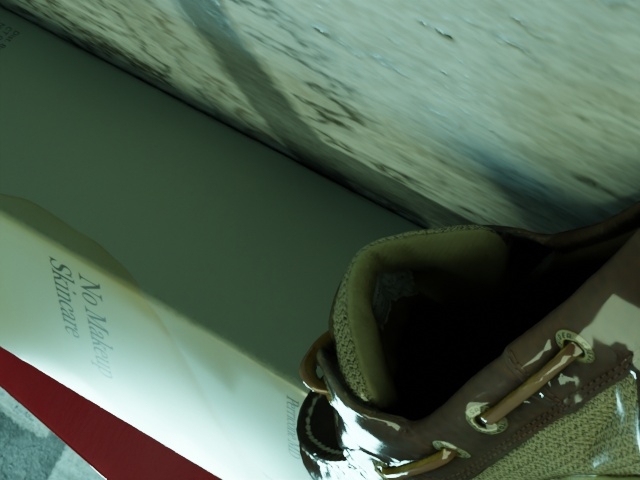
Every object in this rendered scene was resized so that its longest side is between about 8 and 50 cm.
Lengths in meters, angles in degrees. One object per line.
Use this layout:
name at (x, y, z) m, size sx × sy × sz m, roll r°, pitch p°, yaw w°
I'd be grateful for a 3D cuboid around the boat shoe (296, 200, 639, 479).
boat shoe at (0.060, 0.041, 0.662) m, size 0.123 × 0.123 × 0.342 m, roll 43°, pitch 162°, yaw -13°

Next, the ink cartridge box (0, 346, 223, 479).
ink cartridge box at (-0.109, 0.104, 1.274) m, size 0.309 × 0.130 × 0.272 m, roll 32°, pitch -175°, yaw 41°

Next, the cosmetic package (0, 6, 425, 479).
cosmetic package at (-0.098, 0.008, 0.947) m, size 0.309 × 0.113 × 0.160 m, roll 29°, pitch 151°, yaw 21°
